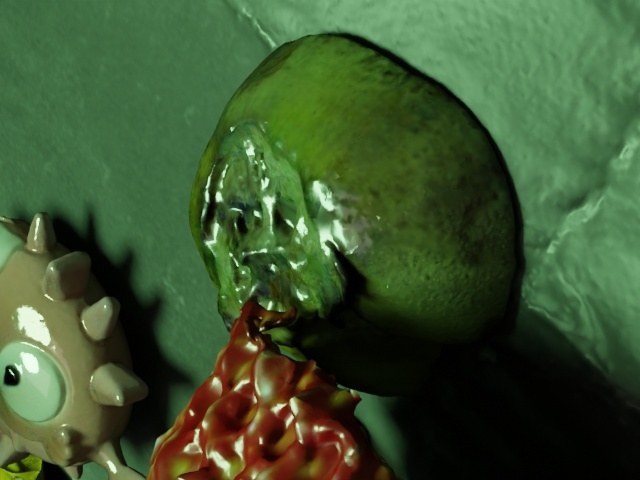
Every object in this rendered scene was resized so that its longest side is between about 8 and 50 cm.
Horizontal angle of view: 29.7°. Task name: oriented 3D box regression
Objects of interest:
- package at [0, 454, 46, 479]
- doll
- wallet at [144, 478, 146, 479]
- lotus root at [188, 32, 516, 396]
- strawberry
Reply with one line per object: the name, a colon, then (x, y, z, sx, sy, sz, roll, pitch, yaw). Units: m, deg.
package: (-0.262, 0.214, 1.040, 0.131, 0.047, 0.071, 14, 116, 44)
doll: (-0.194, 0.085, 0.856, 0.211, 0.093, 0.262, -45, 70, 44)
wallet: (-0.090, 0.157, 0.680, 0.142, 0.204, 0.045, -17, 96, 54)
lotus root: (-0.003, -0.002, 0.603, 0.203, 0.078, 0.183, 34, 132, 33)
strawberry: (-0.010, 0.167, 0.542, 0.234, 0.178, 0.234, 47, 172, 8)
